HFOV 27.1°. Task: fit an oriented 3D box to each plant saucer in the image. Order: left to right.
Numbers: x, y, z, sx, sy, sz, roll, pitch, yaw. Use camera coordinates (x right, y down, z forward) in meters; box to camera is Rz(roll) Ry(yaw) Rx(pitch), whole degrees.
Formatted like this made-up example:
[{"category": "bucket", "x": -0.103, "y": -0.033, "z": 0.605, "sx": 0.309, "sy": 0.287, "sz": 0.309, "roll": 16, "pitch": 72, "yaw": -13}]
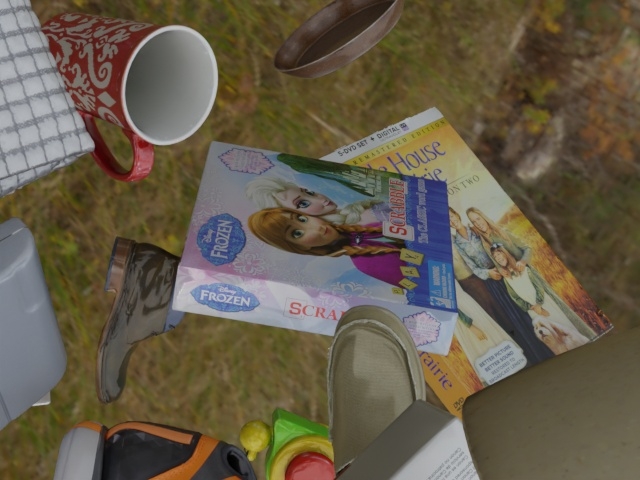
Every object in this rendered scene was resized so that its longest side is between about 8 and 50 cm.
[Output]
[{"category": "plant saucer", "x": 0.025, "y": -0.225, "z": 1.439, "sx": 0.168, "sy": 0.168, "sz": 0.029, "roll": -39, "pitch": 114, "yaw": -10}]

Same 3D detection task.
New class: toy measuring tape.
[{"category": "toy measuring tape", "x": 0.040, "y": 0.323, "z": 1.750, "sx": 0.330, "sy": 0.121, "sz": 0.121, "roll": 24, "pitch": 105, "yaw": -10}]

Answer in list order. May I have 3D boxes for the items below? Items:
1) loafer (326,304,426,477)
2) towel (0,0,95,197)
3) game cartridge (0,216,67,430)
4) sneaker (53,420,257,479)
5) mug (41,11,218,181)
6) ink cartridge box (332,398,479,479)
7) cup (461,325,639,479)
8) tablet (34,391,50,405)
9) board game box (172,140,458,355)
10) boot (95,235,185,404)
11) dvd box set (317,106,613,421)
[{"category": "loafer", "x": 0.059, "y": 0.200, "z": 1.351, "sx": 0.102, "sy": 0.092, "sz": 0.268, "roll": -6, "pitch": 89, "yaw": 7}, {"category": "towel", "x": -0.339, "y": -0.112, "z": 0.969, "sx": 0.284, "sy": 0.121, "sz": 0.235, "roll": -27, "pitch": 98, "yaw": -37}, {"category": "game cartridge", "x": -0.305, "y": 0.116, "z": 0.874, "sx": 0.297, "sy": 0.062, "sz": 0.198, "roll": -33, "pitch": 151, "yaw": -20}, {"category": "sneaker", "x": -0.102, "y": 0.278, "z": 0.884, "sx": 0.180, "sy": 0.321, "sz": 0.124, "roll": 6, "pitch": 160, "yaw": -1}, {"category": "mug", "x": -0.205, "y": -0.149, "z": 1.278, "sx": 0.113, "sy": 0.169, "sz": 0.150, "roll": 38, "pitch": 77, "yaw": -47}, {"category": "ink cartridge box", "x": 0.120, "y": 0.309, "z": 1.173, "sx": 0.197, "sy": 0.114, "sz": 0.273, "roll": -43, "pitch": 100, "yaw": -8}, {"category": "cup", "x": 0.255, "y": 0.151, "z": 0.627, "sx": 0.237, "sy": 0.331, "sz": 0.331, "roll": -35, "pitch": 136, "yaw": 10}, {"category": "tablet", "x": -0.308, "y": 0.153, "z": 1.307, "sx": 0.083, "sy": 0.054, "sz": 0.006, "roll": -5, "pitch": 107, "yaw": -11}, {"category": "board game box", "x": 0.000, "y": 0.000, "z": 1.609, "sx": 0.318, "sy": 0.318, "sz": 0.066, "roll": 9, "pitch": 120, "yaw": -3}, {"category": "boot", "x": -0.214, "y": 0.108, "z": 1.624, "sx": 0.106, "sy": 0.082, "sz": 0.219, "roll": 9, "pitch": 110, "yaw": -3}, {"category": "dvd box set", "x": 0.182, "y": 0.026, "z": 1.852, "sx": 0.308, "sy": 0.420, "sz": 0.062, "roll": -26, "pitch": 163, "yaw": -40}]
